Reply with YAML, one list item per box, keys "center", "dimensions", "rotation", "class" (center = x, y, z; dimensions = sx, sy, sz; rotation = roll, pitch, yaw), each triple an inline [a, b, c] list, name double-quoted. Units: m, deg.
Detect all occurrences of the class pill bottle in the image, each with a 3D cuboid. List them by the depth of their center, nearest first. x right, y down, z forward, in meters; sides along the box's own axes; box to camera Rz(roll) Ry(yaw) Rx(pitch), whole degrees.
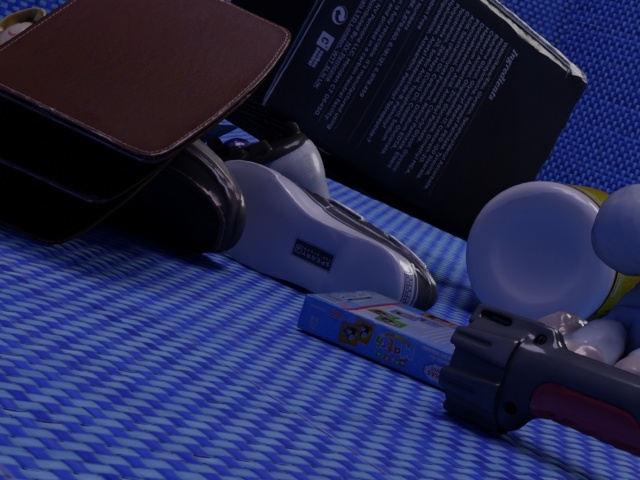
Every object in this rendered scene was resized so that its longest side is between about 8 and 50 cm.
- center: [0.320, 0.020, 1.999]
  dimensions: [0.188, 0.188, 0.334]
  rotation: [21, 8, 20]
  class: "pill bottle"

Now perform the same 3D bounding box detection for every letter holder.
- center: [-0.180, -0.124, 1.497]
  dimensions: [0.214, 0.152, 0.302]
  rotation: [24, 37, 12]
  class: "letter holder"

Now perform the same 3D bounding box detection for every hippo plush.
- center: [0.372, 0.070, 1.556]
  dimensions: [0.294, 0.237, 0.234]
  rotation: [15, 8, -23]
  class: "hippo plush"

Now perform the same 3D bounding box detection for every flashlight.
- center: [0.235, 0.152, 1.201]
  dimensions: [0.304, 0.103, 0.103]
  rotation: [18, 40, 33]
  class: "flashlight"

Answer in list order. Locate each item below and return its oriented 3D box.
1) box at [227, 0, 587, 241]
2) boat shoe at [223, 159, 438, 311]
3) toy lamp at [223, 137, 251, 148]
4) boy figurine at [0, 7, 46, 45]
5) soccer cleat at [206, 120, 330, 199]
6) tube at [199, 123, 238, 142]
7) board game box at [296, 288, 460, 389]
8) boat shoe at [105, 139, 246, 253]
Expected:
- center: [0.017, -0.261, 2.110]
  dimensions: [0.471, 0.297, 0.480]
  rotation: [28, -1, -40]
  class: "box"
- center: [0.000, 0.000, 1.677]
  dimensions: [0.301, 0.108, 0.102]
  rotation: [26, 11, 34]
  class: "boat shoe"
- center: [-0.076, -0.097, 2.324]
  dimensions: [0.080, 0.080, 0.274]
  rotation: [15, 9, -28]
  class: "toy lamp"
- center: [-0.429, -0.205, 1.812]
  dimensions: [0.285, 0.092, 0.177]
  rotation: [-21, 32, -34]
  class: "boy figurine"
- center: [-0.107, -0.055, 1.893]
  dimensions: [0.116, 0.143, 0.331]
  rotation: [-30, 15, -31]
  class: "soccer cleat"
- center: [-0.200, -0.125, 1.905]
  dimensions: [0.207, 0.052, 0.080]
  rotation: [-9, -1, 44]
  class: "tube"
- center: [0.104, 0.100, 1.446]
  dimensions: [0.211, 0.039, 0.160]
  rotation: [21, 8, 22]
  class: "board game box"
- center: [-0.242, -0.071, 1.644]
  dimensions: [0.355, 0.132, 0.130]
  rotation: [27, 36, 25]
  class: "boat shoe"
